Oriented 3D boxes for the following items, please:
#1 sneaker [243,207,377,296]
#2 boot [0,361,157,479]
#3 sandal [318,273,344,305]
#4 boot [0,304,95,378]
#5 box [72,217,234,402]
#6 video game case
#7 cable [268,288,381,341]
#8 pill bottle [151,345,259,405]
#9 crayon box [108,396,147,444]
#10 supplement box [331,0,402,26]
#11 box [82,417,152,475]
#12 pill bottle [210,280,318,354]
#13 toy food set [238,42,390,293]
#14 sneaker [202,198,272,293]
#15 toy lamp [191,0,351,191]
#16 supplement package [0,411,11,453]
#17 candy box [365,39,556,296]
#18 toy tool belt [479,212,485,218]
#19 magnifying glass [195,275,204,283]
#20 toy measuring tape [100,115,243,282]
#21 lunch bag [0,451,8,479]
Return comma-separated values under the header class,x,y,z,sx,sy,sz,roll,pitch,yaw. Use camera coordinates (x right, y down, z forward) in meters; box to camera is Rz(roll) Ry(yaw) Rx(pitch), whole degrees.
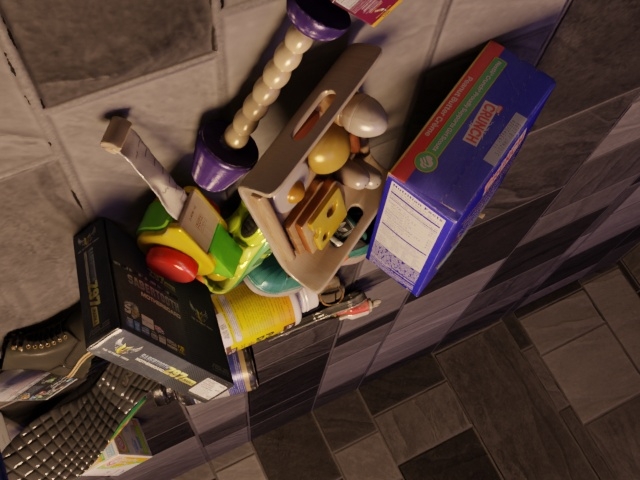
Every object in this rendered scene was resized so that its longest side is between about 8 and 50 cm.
class,x,y,z,sx,sy,sz,roll,pitch,yaw
sneaker,0.000,0.000,1.228,0.302,0.108,0.121,-22,160,-40
boot,-0.403,0.310,1.248,0.338,0.118,0.222,-40,-178,-25
sandal,0.026,0.120,1.618,0.072,0.049,0.180,-26,164,-4
boot,-0.409,0.144,1.096,0.136,0.077,0.198,10,126,-32
box,-0.220,0.098,0.958,0.059,0.183,0.232,-33,140,12
video game case,-0.480,0.230,1.269,0.190,0.022,0.173,-34,159,12
cable,0.013,0.190,1.723,0.287,0.072,0.139,-26,178,-14
pill bottle,-0.247,0.280,1.525,0.219,0.123,0.123,-12,158,-5
crayon box,-0.488,0.417,1.448,0.165,0.081,0.278,-45,-176,40
supplement box,0.036,-0.255,0.711,0.043,0.055,0.083,-38,157,26
box,-0.511,0.500,1.751,0.103,0.114,0.203,-29,159,0
pill bottle,-0.116,0.127,1.351,0.214,0.117,0.117,-22,159,-17
toy food set,0.023,-0.074,0.910,0.220,0.092,0.306,-55,157,-15
sneaker,-0.083,-0.015,1.062,0.123,0.110,0.295,0,146,-46
toy lamp,-0.068,-0.155,0.792,0.080,0.080,0.275,-8,150,-44
supplement package,-0.684,0.408,1.259,0.133,0.139,0.244,-38,159,25
candy box,0.198,-0.092,1.085,0.268,0.122,0.317,-51,169,-19
toy tool belt,0.314,-0.053,1.575,0.083,0.051,0.052,-30,160,6
magnifying glass,-0.237,0.103,1.167,0.231,0.026,0.092,-45,179,-6
toy measuring tape,-0.203,-0.037,0.894,0.121,0.121,0.330,-29,144,3
lunch bag,-0.579,0.353,1.036,0.220,0.293,0.138,-23,160,-16
